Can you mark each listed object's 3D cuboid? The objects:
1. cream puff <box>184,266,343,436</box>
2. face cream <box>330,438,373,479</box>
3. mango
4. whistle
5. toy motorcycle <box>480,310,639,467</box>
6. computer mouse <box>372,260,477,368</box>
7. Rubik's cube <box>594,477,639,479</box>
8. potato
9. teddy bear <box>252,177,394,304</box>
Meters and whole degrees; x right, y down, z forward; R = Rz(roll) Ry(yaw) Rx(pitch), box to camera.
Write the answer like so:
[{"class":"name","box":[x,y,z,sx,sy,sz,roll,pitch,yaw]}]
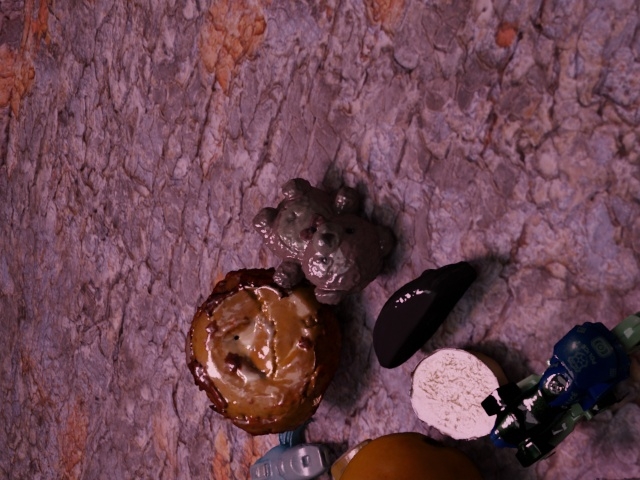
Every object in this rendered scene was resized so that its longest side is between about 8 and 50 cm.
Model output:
[{"class":"cream puff","box":[-0.112,0.216,1.929,0.350,0.228,0.351,0,90,13]},{"class":"face cream","box":[0.126,0.542,1.854,0.139,0.067,0.285,-51,60,40]},{"class":"mango","box":[0.182,0.553,1.652,0.300,0.232,0.446,-14,87,21]},{"class":"whistle","box":[-0.065,0.485,2.041,0.274,0.093,0.186,-29,65,50]},{"class":"toy motorcycle","box":[0.372,0.207,1.400,0.125,0.196,0.331,58,133,23]},{"class":"computer mouse","box":[0.166,0.118,1.666,0.086,0.137,0.270,48,132,19]},{"class":"Rubik's cube","box":[0.374,0.531,1.393,0.291,0.290,0.292,-21,80,49]},{"class":"potato","box":[0.253,0.265,1.643,0.200,0.081,0.164,3,92,46]},{"class":"teddy bear","box":[0.000,0.000,1.818,0.236,0.151,0.267,-47,46,-2]}]
